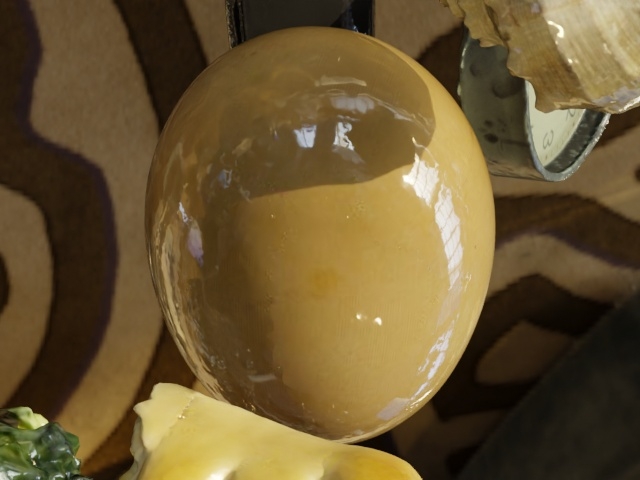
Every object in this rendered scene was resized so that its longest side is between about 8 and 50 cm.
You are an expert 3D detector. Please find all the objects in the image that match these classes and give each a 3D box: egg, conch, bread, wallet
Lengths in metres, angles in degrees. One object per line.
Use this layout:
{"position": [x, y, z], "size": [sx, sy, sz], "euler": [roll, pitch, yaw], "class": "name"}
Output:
{"position": [0.000, 0.000, 1.214], "size": [0.301, 0.301, 0.374], "euler": [-3, 123, -2], "class": "egg"}
{"position": [0.221, -0.228, 0.926], "size": [0.324, 0.186, 0.263], "euler": [-22, 135, 13], "class": "conch"}
{"position": [-0.021, 0.269, 0.877], "size": [0.270, 0.211, 0.316], "euler": [19, 135, 19], "class": "bread"}
{"position": [-0.014, -0.183, 1.293], "size": [0.149, 0.044, 0.250], "euler": [-19, 147, -13], "class": "wallet"}

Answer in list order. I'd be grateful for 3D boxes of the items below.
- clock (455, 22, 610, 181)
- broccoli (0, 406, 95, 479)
{"position": [0.225, -0.213, 1.325], "size": [0.067, 0.325, 0.325], "euler": [15, 145, 27], "class": "clock"}
{"position": [-0.283, 0.241, 0.995], "size": [0.348, 0.281, 0.293], "euler": [44, 77, -37], "class": "broccoli"}
